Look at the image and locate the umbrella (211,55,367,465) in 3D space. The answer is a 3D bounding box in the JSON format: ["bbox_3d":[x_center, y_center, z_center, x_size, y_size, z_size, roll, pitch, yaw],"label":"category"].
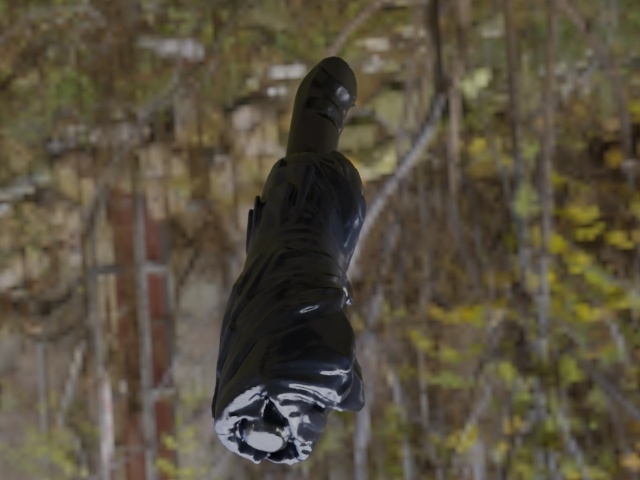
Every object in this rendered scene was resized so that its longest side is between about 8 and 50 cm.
[{"bbox_3d":[-0.005,0.004,0.811,0.071,0.071,0.248,-4,-142,9],"label":"umbrella"}]
